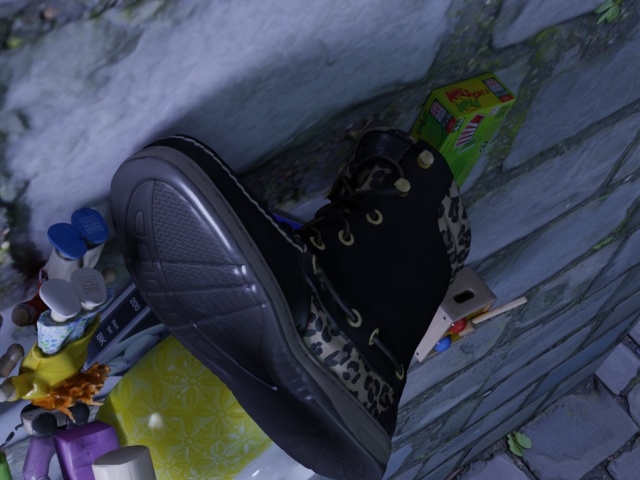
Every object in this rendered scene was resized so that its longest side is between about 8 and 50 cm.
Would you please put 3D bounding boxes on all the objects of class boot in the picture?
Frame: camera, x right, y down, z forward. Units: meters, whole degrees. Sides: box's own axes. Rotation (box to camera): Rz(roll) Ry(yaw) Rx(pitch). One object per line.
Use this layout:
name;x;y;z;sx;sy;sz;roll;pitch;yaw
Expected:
boot;0.000;0.000;0.887;0.138;0.377;0.284;-6;-140;41

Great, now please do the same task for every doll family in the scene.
doll family;-0.248;0.096;0.747;0.263;0.118;0.163;-21;152;-38

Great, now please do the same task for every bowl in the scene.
bowl;-0.071;0.183;1.030;0.290;0.156;0.289;-33;159;-14

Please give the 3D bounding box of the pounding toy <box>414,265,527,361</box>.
pounding toy;0.213;0.111;1.524;0.141;0.100;0.130;-20;152;-39

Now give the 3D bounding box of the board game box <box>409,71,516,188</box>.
board game box;0.129;-0.092;1.075;0.092;0.043;0.181;-21;152;-36

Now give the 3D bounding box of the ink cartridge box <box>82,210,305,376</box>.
ink cartridge box;-0.110;0.054;0.984;0.208;0.045;0.206;-46;157;12

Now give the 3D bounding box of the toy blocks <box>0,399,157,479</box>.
toy blocks;-0.258;0.302;0.788;0.289;0.259;0.309;-16;-172;-25
